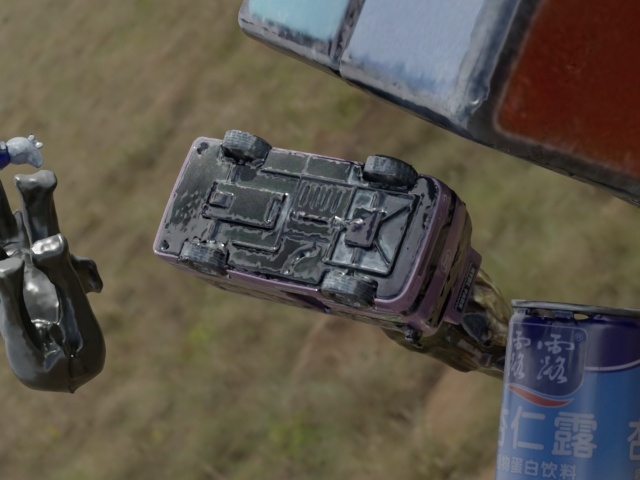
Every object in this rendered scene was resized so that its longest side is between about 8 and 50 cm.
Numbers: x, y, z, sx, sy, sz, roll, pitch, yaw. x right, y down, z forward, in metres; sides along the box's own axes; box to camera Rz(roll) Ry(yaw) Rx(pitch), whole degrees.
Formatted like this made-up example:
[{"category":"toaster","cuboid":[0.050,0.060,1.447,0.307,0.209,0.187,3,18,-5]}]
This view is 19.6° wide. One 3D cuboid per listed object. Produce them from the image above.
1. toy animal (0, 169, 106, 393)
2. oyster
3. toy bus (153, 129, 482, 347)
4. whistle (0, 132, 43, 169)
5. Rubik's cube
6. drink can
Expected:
[{"category":"toy animal","cuboid":[-0.239,0.033,1.467,0.114,0.146,0.245,-16,35,-1]},{"category":"oyster","cuboid":[0.118,0.062,1.660,0.094,0.294,0.166,-53,15,-30]},{"category":"toy bus","cuboid":[0.000,0.000,1.170,0.199,0.108,0.096,11,74,35]},{"category":"whistle","cuboid":[-0.272,-0.069,1.547,0.029,0.083,0.033,105,149,-55]},{"category":"Rubik's cube","cuboid":[0.181,-0.197,1.159,0.316,0.313,0.318,32,102,59]},{"category":"drink can","cuboid":[0.155,0.158,1.166,0.097,0.097,0.235,177,99,-70]}]
